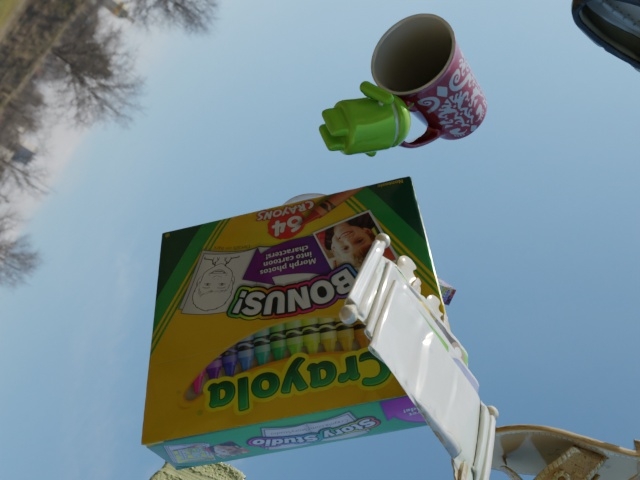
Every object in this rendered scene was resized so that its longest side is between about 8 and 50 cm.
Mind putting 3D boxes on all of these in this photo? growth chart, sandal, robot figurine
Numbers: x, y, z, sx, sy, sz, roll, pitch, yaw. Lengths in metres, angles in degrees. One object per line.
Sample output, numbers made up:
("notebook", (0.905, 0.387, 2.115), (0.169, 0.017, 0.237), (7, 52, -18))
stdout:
("growth chart", (0.101, 0.112, 0.592), (0.021, 0.237, 0.172), (-31, -175, 29))
("sandal", (0.277, 0.260, 0.683), (0.240, 0.088, 0.079), (1, -142, 13))
("robot figurine", (0.058, -0.140, 0.766), (0.101, 0.115, 0.067), (102, -30, -52))

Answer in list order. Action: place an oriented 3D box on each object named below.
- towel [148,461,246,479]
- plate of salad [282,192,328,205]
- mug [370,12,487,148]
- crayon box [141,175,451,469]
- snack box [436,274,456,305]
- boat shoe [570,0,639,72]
("towel", (-0.217, 0.421, 1.114), (0.110, 0.148, 0.027), (-49, 151, -55))
("plate of salad", (0.000, 0.000, 1.223), (0.200, 0.200, 0.048), (-33, -160, 34))
("mug", (0.143, -0.199, 0.863), (0.150, 0.169, 0.113), (-43, -123, 14))
("crayon box", (-0.028, 0.097, 0.811), (0.363, 0.106, 0.313), (-13, -131, 7))
("snack box", (0.169, 0.066, 1.170), (0.141, 0.100, 0.037), (42, -66, 60))
("boat shoe", (0.388, -0.199, 0.665), (0.091, 0.302, 0.114), (-66, -174, -23))
